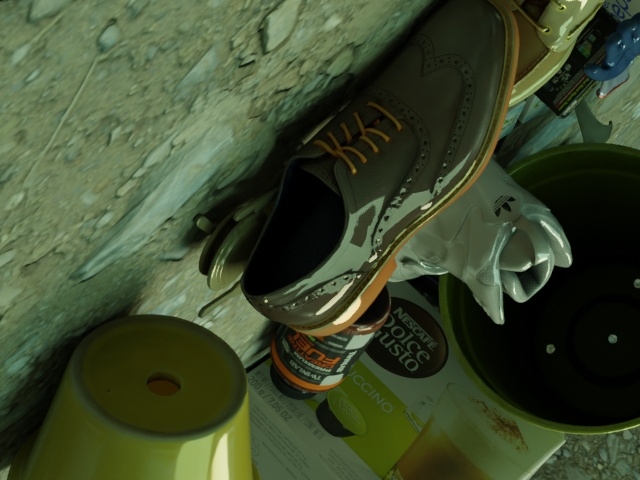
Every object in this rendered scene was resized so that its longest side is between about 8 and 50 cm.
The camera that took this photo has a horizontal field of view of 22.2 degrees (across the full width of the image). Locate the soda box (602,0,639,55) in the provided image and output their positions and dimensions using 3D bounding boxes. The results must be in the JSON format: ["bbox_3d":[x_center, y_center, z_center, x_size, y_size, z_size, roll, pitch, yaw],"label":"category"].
[{"bbox_3d":[0.377,-0.310,1.789,0.091,0.098,0.286,-41,167,-11],"label":"soda box"}]

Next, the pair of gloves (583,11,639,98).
[{"bbox_3d":[0.355,-0.226,1.746,0.198,0.023,0.159,-36,163,-12],"label":"pair of gloves"}]

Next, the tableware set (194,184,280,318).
[{"bbox_3d":[-0.060,-0.016,1.554,0.194,0.039,0.128,-35,153,-52],"label":"tableware set"}]

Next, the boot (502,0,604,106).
[{"bbox_3d":[0.215,-0.245,1.525,0.262,0.095,0.203,-47,167,5],"label":"boot"}]

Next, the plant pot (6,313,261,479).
[{"bbox_3d":[-0.165,0.210,1.538,0.254,0.254,0.239,-31,147,-42],"label":"plant pot"}]

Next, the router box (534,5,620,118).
[{"bbox_3d":[0.277,-0.210,1.813,0.122,0.092,0.038,-48,166,18],"label":"router box"}]

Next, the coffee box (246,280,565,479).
[{"bbox_3d":[0.058,0.313,2.234,0.334,0.337,0.338,-33,162,-41],"label":"coffee box"}]

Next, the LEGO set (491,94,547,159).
[{"bbox_3d":[0.220,-0.096,2.075,0.182,0.060,0.244,-33,164,-23],"label":"LEGO set"}]

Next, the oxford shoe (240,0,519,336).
[{"bbox_3d":[0.056,-0.074,1.487,0.363,0.130,0.133,-59,151,4],"label":"oxford shoe"}]

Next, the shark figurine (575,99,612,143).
[{"bbox_3d":[0.292,-0.076,2.263,0.278,0.116,0.166,-48,-158,50],"label":"shark figurine"}]

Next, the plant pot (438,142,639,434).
[{"bbox_3d":[0.369,0.100,2.153,0.366,0.366,0.353,-44,158,0],"label":"plant pot"}]

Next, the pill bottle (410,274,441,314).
[{"bbox_3d":[0.207,0.079,2.411,0.219,0.123,0.123,-40,166,-12],"label":"pill bottle"}]

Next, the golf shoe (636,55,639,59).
[{"bbox_3d":[0.416,-0.273,2.037,0.176,0.086,0.069,-35,162,-37],"label":"golf shoe"}]

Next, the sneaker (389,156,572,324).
[{"bbox_3d":[0.162,0.010,1.889,0.137,0.210,0.366,-39,166,-18],"label":"sneaker"}]

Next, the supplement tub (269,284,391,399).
[{"bbox_3d":[0.004,0.115,1.980,0.106,0.106,0.198,-32,162,-40],"label":"supplement tub"}]
